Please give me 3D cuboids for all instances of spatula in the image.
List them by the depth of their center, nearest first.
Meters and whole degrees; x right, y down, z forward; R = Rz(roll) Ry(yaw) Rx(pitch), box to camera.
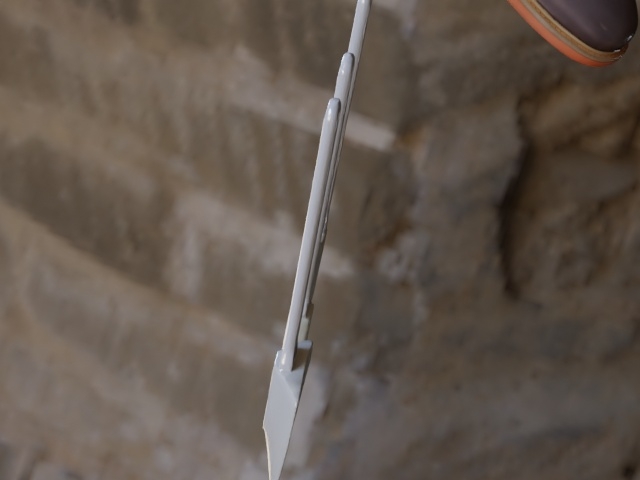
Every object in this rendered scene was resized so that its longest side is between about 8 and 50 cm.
[{"bbox_3d":[0.000,0.000,1.055,0.019,0.242,0.168,13,35,2],"label":"spatula"}]

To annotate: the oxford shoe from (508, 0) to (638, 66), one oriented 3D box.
[{"bbox_3d":[0.134,-0.236,1.196,0.098,0.271,0.097,-23,3,46],"label":"oxford shoe"}]
